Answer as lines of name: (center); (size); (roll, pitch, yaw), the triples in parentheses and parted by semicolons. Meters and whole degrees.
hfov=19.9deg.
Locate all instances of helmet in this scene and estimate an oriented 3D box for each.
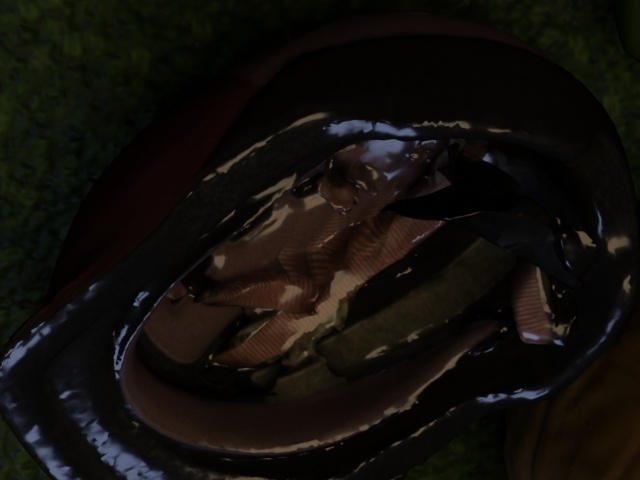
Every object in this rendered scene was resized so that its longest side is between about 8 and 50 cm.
helmet: (0.000, 0.000, 0.740); (0.253, 0.154, 0.198); (-19, 133, 13)

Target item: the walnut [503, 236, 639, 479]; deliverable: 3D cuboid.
walnut: (0.194, 0.094, 0.803); (0.228, 0.228, 0.228); (-6, 113, -14)

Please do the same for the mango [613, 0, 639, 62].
mango: (0.229, -0.158, 0.771); (0.237, 0.091, 0.137); (-19, 110, -8)
